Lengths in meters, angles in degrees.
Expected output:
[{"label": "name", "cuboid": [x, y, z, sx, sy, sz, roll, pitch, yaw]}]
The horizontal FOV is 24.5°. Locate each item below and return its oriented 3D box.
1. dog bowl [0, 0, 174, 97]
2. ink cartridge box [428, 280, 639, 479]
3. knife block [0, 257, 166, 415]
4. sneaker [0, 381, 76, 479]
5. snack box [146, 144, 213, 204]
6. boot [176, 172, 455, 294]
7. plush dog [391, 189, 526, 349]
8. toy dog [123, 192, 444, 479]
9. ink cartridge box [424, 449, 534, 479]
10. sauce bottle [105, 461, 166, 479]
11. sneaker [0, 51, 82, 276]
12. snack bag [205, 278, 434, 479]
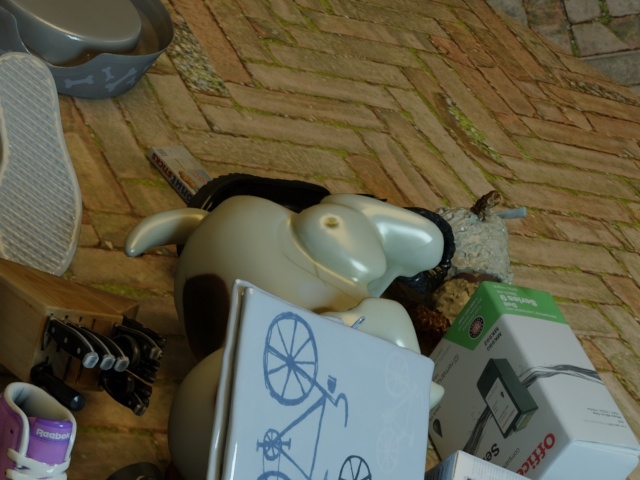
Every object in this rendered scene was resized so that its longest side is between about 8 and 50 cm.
[{"label": "dog bowl", "cuboid": [-0.405, -0.349, 2.279, 0.349, 0.102, 0.348, 23, 29, -14]}, {"label": "ink cartridge box", "cuboid": [0.254, 0.227, 1.888, 0.122, 0.211, 0.289, 13, 34, -31]}, {"label": "knife block", "cuboid": [-0.293, 0.100, 1.562, 0.276, 0.088, 0.242, 17, 6, 7]}, {"label": "sneaker", "cuboid": [-0.279, 0.256, 1.402, 0.102, 0.161, 0.282, 10, 37, -36]}, {"label": "snack box", "cuboid": [-0.178, -0.076, 2.148, 0.064, 0.022, 0.178, -6, 46, -49]}, {"label": "boot", "cuboid": [0.001, -0.004, 1.999, 0.260, 0.131, 0.348, 20, 19, 33]}, {"label": "plush dog", "cuboid": [0.215, 0.066, 2.159, 0.263, 0.211, 0.225, 9, 63, -31]}, {"label": "toy dog", "cuboid": [-0.045, 0.129, 1.683, 0.395, 0.284, 0.408, 33, 34, -18]}, {"label": "ink cartridge box", "cuboid": [0.200, 0.327, 1.683, 0.224, 0.223, 0.045, 22, 57, -12]}, {"label": "sauce bottle", "cuboid": [-0.118, 0.363, 1.432, 0.111, 0.111, 0.344, 3, 41, -40]}, {"label": "sneaker", "cuboid": [-0.380, -0.071, 1.869, 0.126, 0.127, 0.321, 6, 62, -28]}, {"label": "snack bag", "cuboid": [0.006, 0.230, 1.477, 0.343, 0.037, 0.323, 23, 68, -49]}]
